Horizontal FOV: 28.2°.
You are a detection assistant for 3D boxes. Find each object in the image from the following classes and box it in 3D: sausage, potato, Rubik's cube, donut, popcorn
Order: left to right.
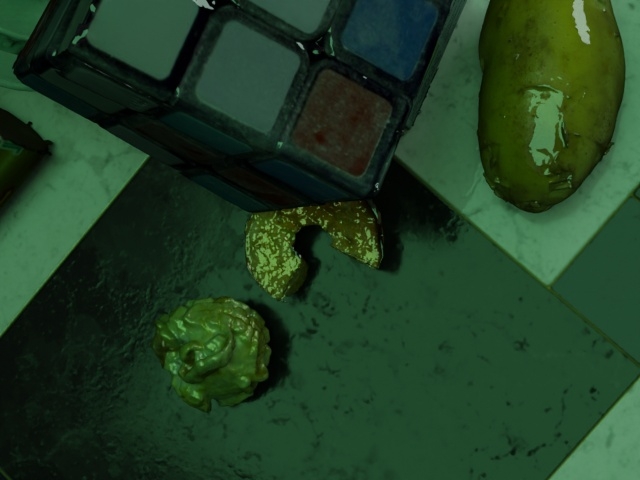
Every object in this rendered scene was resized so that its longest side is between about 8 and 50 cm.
[{"bbox_3d":[-0.498,-0.040,1.660,0.125,0.117,0.317,38,96,-22],"label":"sausage"},{"bbox_3d":[-0.129,0.136,1.571,0.135,0.162,0.141,-34,104,-25],"label":"popcorn"},{"bbox_3d":[-0.084,-0.258,1.386,0.363,0.359,0.362,26,79,-22],"label":"Rubik's cube"},{"bbox_3d":[-0.005,-0.010,1.572,0.181,0.078,0.146,-20,81,17],"label":"donut"},{"bbox_3d":[0.266,-0.180,1.486,0.173,0.140,0.300,2,81,20],"label":"potato"}]

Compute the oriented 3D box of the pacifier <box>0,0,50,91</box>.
[{"bbox_3d":[-0.361,-0.361,1.560,0.288,0.269,0.343,13,58,-13],"label":"pacifier"}]

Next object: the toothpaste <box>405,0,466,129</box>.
[{"bbox_3d":[0.138,-0.306,1.563,0.081,0.067,0.336,24,91,17],"label":"toothpaste"}]
